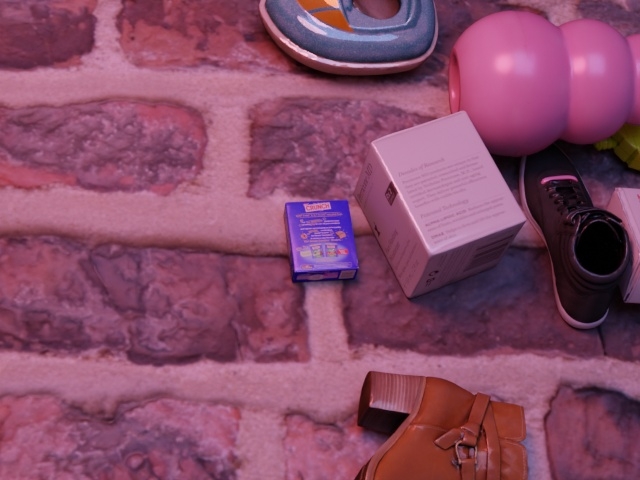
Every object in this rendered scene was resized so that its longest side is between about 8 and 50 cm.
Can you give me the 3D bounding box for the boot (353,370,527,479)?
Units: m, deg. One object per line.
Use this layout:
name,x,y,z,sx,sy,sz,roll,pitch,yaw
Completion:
boot,0.149,0.309,1.639,0.220,0.109,0.283,13,56,-8

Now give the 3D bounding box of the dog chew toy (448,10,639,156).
dog chew toy,0.353,-0.225,1.833,0.332,0.206,0.206,-3,65,-3

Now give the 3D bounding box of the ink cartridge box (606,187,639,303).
ink cartridge box,0.521,0.012,1.817,0.218,0.092,0.158,5,41,-9

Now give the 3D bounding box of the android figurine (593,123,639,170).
android figurine,0.527,-0.190,1.961,0.273,0.056,0.248,-11,68,-17

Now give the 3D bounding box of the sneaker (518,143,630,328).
sneaker,0.360,-0.038,1.808,0.105,0.147,0.295,-6,64,-11

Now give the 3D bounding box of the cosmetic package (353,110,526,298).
cosmetic package,0.159,-0.048,1.775,0.152,0.151,0.183,-20,68,-18

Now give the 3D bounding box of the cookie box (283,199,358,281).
cookie box,0.000,0.000,1.785,0.092,0.040,0.107,-3,65,-11

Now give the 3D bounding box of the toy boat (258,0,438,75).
toy boat,0.040,-0.397,1.925,0.268,0.148,0.318,0,65,-10
